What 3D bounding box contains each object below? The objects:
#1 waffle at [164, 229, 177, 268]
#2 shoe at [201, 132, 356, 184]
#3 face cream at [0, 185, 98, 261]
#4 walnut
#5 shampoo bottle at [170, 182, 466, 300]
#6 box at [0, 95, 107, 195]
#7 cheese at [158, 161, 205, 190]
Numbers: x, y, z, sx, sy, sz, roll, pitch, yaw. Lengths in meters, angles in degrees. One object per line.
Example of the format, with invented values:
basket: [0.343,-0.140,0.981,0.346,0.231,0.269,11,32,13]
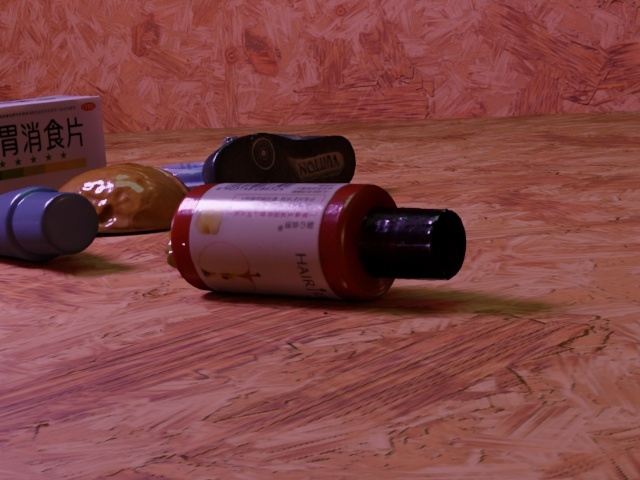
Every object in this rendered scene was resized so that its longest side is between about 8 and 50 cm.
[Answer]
waffle: [-0.047,-0.004,1.449,0.238,0.058,0.243,0,11,6]
shoe: [-0.090,-0.098,1.908,0.149,0.109,0.293,-2,5,42]
face cream: [-0.372,-0.019,1.601,0.136,0.086,0.385,-10,5,-32]
walnut: [-0.269,-0.059,1.781,0.211,0.087,0.167,-3,13,9]
shampoo bottle: [0.000,0.000,1.192,0.278,0.104,0.104,1,10,36]
box: [-0.491,-0.119,1.993,0.333,0.173,0.145,-13,11,-43]
cheese: [-0.169,-0.095,2.077,0.245,0.052,0.135,-5,11,-7]
